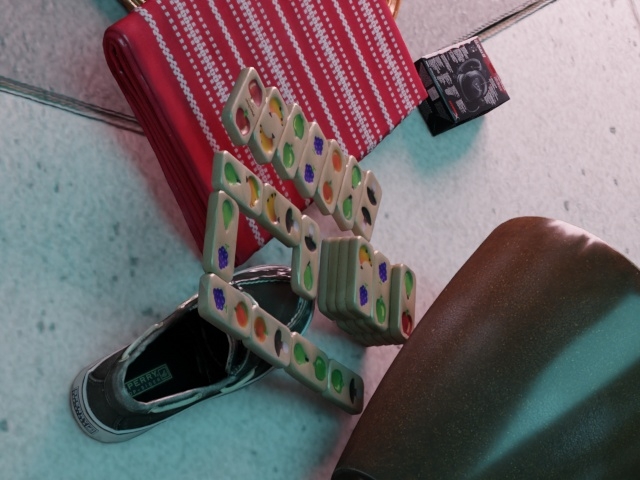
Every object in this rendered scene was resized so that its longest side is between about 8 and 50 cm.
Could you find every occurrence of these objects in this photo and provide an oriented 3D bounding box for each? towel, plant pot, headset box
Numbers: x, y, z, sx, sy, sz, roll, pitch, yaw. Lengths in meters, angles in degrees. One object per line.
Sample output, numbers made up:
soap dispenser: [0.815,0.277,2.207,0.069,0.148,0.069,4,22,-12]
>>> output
towel: [-0.035,-0.127,1.347,0.275,0.031,0.199,-42,114,-41]
plant pot: [0.122,0.134,1.288,0.230,0.215,0.215,-39,95,-27]
headset box: [0.115,-0.130,1.498,0.083,0.032,0.062,-26,87,-43]

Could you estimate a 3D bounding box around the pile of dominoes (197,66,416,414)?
pile of dominoes: [0.000,0.000,1.264,0.251,0.040,0.196,39,49,-56]

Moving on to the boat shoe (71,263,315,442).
boat shoe: [-0.070,0.072,1.234,0.219,0.070,0.078,-32,90,-42]

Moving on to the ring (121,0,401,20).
ring: [-0.060,-0.279,1.433,0.336,0.032,0.337,16,61,-31]
